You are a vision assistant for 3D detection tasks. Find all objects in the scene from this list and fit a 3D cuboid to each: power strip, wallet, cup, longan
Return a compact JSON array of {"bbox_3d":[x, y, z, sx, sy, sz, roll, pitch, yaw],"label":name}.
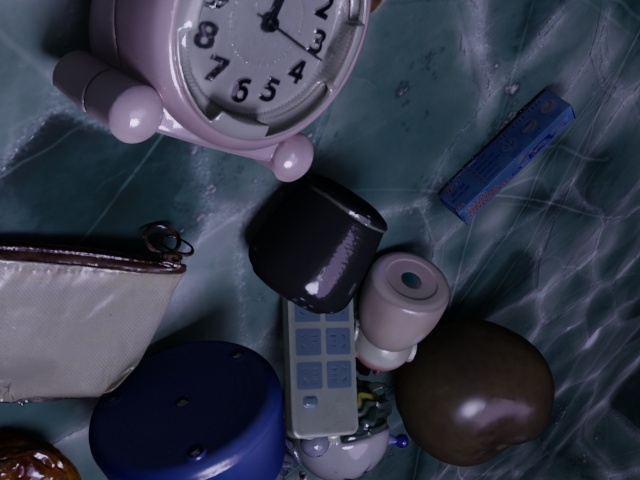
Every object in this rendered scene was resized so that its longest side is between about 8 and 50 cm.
[{"bbox_3d":[-0.002,0.198,1.378,0.118,0.046,0.270,2,82,-26],"label":"power strip"},{"bbox_3d":[-0.341,0.101,1.079,0.335,0.068,0.274,4,119,-39],"label":"wallet"},{"bbox_3d":[0.000,0.000,1.254,0.176,0.169,0.223,-59,178,8],"label":"cup"},{"bbox_3d":[0.312,0.309,1.735,0.319,0.319,0.318,-27,141,-24],"label":"longan"}]

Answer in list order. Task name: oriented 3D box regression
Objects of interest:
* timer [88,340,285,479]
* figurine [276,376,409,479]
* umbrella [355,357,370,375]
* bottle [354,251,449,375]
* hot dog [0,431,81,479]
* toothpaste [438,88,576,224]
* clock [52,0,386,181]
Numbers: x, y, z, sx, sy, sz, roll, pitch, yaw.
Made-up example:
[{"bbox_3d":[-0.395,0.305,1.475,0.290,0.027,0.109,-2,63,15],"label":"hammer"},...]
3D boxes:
[{"bbox_3d":[-0.156,0.370,1.252,0.270,0.270,0.383,-28,126,-23],"label":"timer"},{"bbox_3d":[-0.041,0.360,1.515,0.382,0.261,0.186,-17,105,-6],"label":"figurine"},{"bbox_3d":[0.029,0.221,1.578,0.071,0.071,0.248,-53,151,11],"label":"umbrella"},{"bbox_3d":[0.129,0.147,1.528,0.148,0.147,0.236,-18,144,-33],"label":"bottle"},{"bbox_3d":[-0.473,0.457,1.203,0.267,0.174,0.387,-9,131,-43],"label":"hot dog"},{"bbox_3d":[0.328,-0.148,1.488,0.272,0.066,0.053,-44,146,-1],"label":"toothpaste"},{"bbox_3d":[-0.081,-0.252,0.887,0.342,0.184,0.325,6,117,-54],"label":"clock"}]
